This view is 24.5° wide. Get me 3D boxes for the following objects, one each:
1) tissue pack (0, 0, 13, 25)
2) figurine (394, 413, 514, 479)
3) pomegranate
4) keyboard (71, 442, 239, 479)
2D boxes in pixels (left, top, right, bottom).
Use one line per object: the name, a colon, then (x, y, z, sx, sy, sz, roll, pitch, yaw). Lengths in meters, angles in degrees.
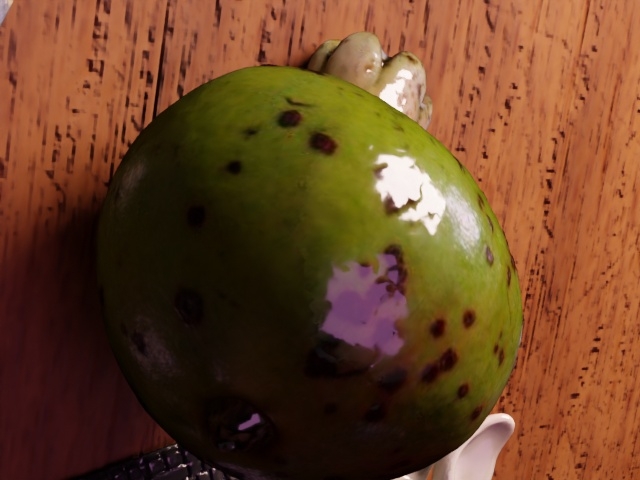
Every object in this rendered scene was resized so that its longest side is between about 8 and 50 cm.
tissue pack: (-0.201, -0.060, 0.573, 0.109, 0.060, 0.148, 30, 86, -39)
figurine: (0.012, 0.192, 0.782, 0.155, 0.127, 0.235, 10, 100, -38)
pomegranate: (0.000, 0.000, 0.684, 0.202, 0.202, 0.248, 60, 39, -35)
keyboard: (-0.063, 0.131, 0.776, 0.195, 0.018, 0.060, -17, 113, -33)
